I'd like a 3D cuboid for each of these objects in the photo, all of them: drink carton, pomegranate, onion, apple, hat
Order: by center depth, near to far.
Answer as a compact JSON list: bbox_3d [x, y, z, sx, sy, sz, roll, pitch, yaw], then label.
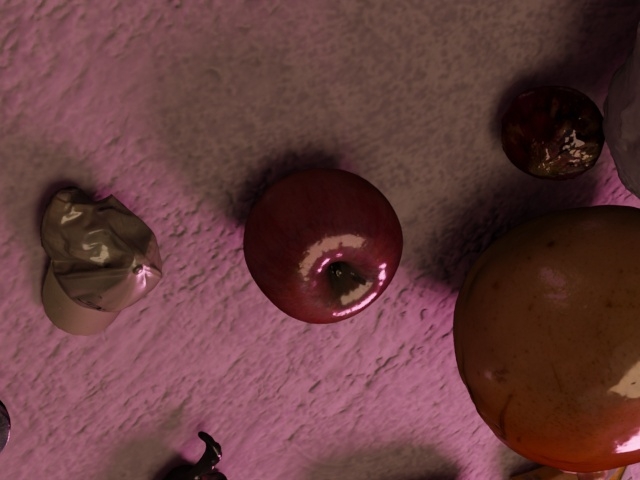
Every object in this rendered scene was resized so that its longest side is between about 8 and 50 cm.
[{"bbox_3d":[-0.207,0.032,1.395,0.122,0.081,0.166,1,137,-29],"label":"hat"},{"bbox_3d":[0.000,0.000,1.457,0.153,0.120,0.153,-12,130,-15],"label":"apple"},{"bbox_3d":[0.236,-0.110,1.528,0.107,0.097,0.107,9,129,11],"label":"onion"},{"bbox_3d":[0.300,0.094,1.608,0.319,0.319,0.319,-17,135,-18],"label":"pomegranate"},{"bbox_3d":[0.352,0.311,1.981,0.200,0.084,0.074,-19,113,-15],"label":"drink carton"}]

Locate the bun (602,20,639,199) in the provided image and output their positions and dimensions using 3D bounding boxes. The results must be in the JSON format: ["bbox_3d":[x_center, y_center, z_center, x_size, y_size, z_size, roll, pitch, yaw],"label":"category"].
[{"bbox_3d":[0.417,-0.179,1.489,0.354,0.194,0.354,-25,132,-30],"label":"bun"}]

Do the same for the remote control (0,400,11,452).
[{"bbox_3d":[-0.402,0.135,1.381,0.266,0.066,0.090,32,94,-41],"label":"remote control"}]

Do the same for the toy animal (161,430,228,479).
[{"bbox_3d":[-0.151,0.315,1.672,0.148,0.084,0.232,18,120,-39],"label":"toy animal"}]

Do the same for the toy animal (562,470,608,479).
[{"bbox_3d":[0.367,0.211,1.889,0.185,0.104,0.183,-18,137,-10],"label":"toy animal"}]
